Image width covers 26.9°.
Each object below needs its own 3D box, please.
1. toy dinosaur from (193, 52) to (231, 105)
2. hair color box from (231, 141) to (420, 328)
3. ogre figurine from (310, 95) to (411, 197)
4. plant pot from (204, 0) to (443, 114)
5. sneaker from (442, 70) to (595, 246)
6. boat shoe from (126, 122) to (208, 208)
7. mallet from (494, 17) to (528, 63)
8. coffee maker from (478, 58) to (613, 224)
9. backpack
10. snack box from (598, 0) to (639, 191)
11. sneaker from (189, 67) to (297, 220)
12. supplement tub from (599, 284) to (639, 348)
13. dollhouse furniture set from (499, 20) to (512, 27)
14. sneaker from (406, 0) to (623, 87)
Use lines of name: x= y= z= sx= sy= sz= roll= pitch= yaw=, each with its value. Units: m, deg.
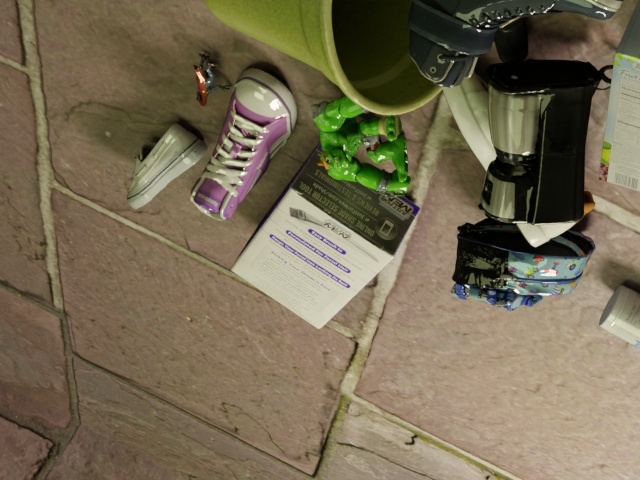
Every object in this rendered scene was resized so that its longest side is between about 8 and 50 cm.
toy dinosaur: x=-0.174 y=-0.229 z=1.937 sx=0.047 sy=0.090 sz=0.082 roll=34 pitch=123 yaw=26
hair color box: x=0.000 y=0.000 z=2.091 sx=0.185 sy=0.110 sz=0.339 roll=34 pitch=152 yaw=-4
ogre figurine: x=0.056 y=-0.136 z=1.850 sx=0.118 sy=0.097 sz=0.197 roll=0 pitch=158 yaw=15
plant pot: x=0.007 y=-0.303 z=1.491 sx=0.254 sy=0.276 sz=0.276 roll=21 pitch=152 yaw=38
sneaker: x=0.252 y=-0.137 z=1.694 sx=0.123 sy=0.106 sz=0.290 roll=-29 pitch=113 yaw=16
boat shoe: x=-0.263 y=-0.128 z=2.174 sx=0.076 sy=0.083 sz=0.226 roll=48 pitch=136 yaw=-8
mallet: x=0.162 y=-0.267 z=1.607 sx=0.189 sy=0.039 sz=0.062 roll=23 pitch=152 yaw=20
coffee maker: x=0.275 y=-0.113 z=1.573 sx=0.171 sy=0.120 sz=0.178 roll=7 pitch=119 yaw=17
backpack: x=0.282 y=0.031 z=1.831 sx=0.173 sy=0.158 sz=0.117 roll=11 pitch=106 yaw=23
snack box: x=0.359 y=-0.180 z=1.417 sx=0.070 sy=0.174 sz=0.207 roll=17 pitch=149 yaw=19
sneaker: x=-0.119 y=-0.122 z=1.956 sx=0.102 sy=0.161 sz=0.282 roll=29 pitch=150 yaw=5
supplement tub: x=0.458 y=0.117 z=1.897 sx=0.107 sy=0.071 sz=0.071 roll=28 pitch=151 yaw=4
dollhouse furniture set: x=0.232 y=-0.338 z=1.422 sx=0.144 sy=0.123 sz=0.151 roll=-30 pitch=91 yaw=37
sneaker: x=0.188 y=-0.220 z=1.357 sx=0.226 sy=0.086 sz=0.163 roll=29 pitch=112 yaw=32
